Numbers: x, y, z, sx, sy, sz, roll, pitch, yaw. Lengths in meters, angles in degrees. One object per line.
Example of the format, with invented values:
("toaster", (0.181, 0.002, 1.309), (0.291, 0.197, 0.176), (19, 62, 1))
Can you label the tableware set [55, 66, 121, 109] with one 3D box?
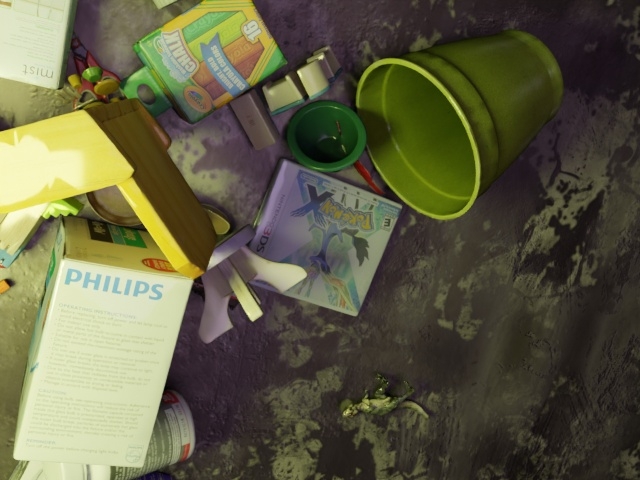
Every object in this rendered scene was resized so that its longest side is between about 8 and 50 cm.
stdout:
("tableware set", (-0.424, -0.278, 1.218), (0.104, 0.154, 0.024), (-26, 77, 5))

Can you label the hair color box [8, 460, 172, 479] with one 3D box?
("hair color box", (-0.522, 0.584, 1.446), (0.339, 0.110, 0.185), (28, 94, -26))

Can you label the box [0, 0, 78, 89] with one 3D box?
("box", (-0.575, -0.408, 1.136), (0.262, 0.127, 0.231), (9, 102, -18))

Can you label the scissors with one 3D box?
("scissors", (-0.460, -0.370, 1.261), (0.109, 0.021, 0.297), (-16, 108, -13))

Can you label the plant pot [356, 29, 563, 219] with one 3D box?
("plant pot", (0.328, -0.291, 1.423), (0.353, 0.366, 0.366), (-32, 113, -23))

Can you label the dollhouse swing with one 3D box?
("dollhouse swing", (-0.380, -0.069, 1.106), (0.315, 0.347, 0.305), (-16, 106, 0))

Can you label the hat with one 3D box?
("hat", (0.027, -0.189, 1.487), (0.173, 0.183, 0.208), (-28, 69, -6))

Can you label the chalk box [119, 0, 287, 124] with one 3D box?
("chalk box", (-0.246, -0.346, 1.258), (0.289, 0.179, 0.180), (-37, 113, -8))

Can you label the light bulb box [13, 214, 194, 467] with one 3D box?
("light bulb box", (-0.421, 0.174, 1.235), (0.225, 0.358, 0.361), (13, 99, -24))

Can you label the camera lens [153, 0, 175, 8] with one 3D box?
("camera lens", (-0.268, -0.589, 1.160), (0.219, 0.219, 0.274), (-29, 112, -11))

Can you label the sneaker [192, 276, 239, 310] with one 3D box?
("sneaker", (-0.251, 0.122, 1.450), (0.158, 0.061, 0.065), (20, 104, -23))

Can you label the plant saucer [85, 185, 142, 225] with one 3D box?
("plant saucer", (-0.403, -0.115, 1.344), (0.168, 0.029, 0.168), (-6, 106, -20))

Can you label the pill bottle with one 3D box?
("pill bottle", (-0.425, 0.429, 1.365), (0.283, 0.161, 0.161), (-9, 108, -40))

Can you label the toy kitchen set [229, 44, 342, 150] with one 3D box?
("toy kitchen set", (-0.059, -0.311, 1.403), (0.207, 0.166, 0.122), (-18, 114, 24))

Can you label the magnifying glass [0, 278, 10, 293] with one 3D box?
("magnifying glass", (-0.723, 0.152, 1.274), (0.231, 0.092, 0.026), (-38, 111, -18))

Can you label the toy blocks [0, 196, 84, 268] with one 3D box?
("toy blocks", (-0.666, -0.076, 1.176), (0.381, 0.191, 0.261), (36, 99, -15))

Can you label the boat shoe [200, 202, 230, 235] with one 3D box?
("boat shoe", (-0.268, -0.048, 1.373), (0.190, 0.072, 0.068), (19, 97, -37))

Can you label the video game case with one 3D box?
("video game case", (0.000, 0.000, 1.521), (0.329, 0.036, 0.300), (19, 97, -24))

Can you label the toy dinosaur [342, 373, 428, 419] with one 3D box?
("toy dinosaur", (0.181, 0.416, 1.689), (0.268, 0.064, 0.118), (7, 116, -22))

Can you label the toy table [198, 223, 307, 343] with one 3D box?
("toy table", (-0.173, 0.076, 1.325), (0.252, 0.274, 0.161), (-33, 95, 7))
